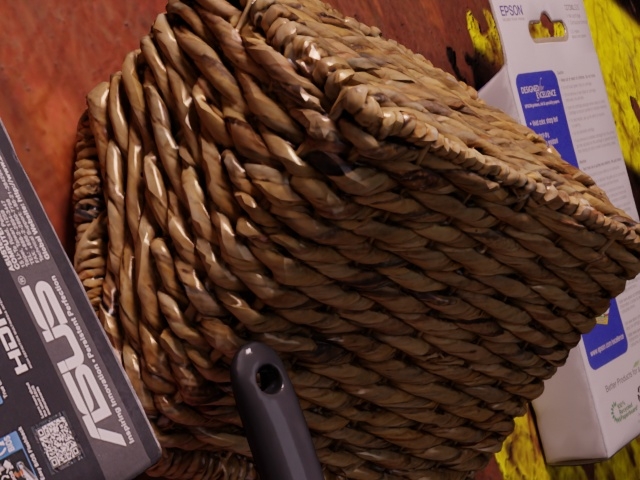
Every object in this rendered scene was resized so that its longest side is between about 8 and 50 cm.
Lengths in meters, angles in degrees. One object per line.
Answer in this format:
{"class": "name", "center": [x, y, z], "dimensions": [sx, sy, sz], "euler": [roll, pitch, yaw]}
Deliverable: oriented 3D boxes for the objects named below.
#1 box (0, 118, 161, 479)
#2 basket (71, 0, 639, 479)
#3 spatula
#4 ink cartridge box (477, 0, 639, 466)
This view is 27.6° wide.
{"class": "box", "center": [-0.246, -0.045, 0.375], "dimensions": [0.318, 0.097, 0.395], "euler": [-25, 89, -59]}
{"class": "basket", "center": [0.000, 0.000, 0.736], "dimensions": [0.299, 0.223, 0.213], "euler": [18, 22, -47]}
{"class": "spatula", "center": [0.009, 0.188, 0.591], "dimensions": [0.084, 0.030, 0.296], "euler": [-18, 97, -40]}
{"class": "ink cartridge box", "center": [0.201, -0.019, 1.063], "dimensions": [0.176, 0.069, 0.371], "euler": [-15, 93, -54]}
